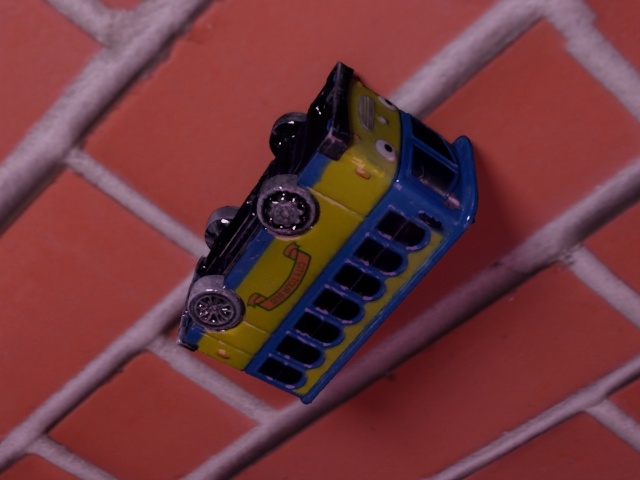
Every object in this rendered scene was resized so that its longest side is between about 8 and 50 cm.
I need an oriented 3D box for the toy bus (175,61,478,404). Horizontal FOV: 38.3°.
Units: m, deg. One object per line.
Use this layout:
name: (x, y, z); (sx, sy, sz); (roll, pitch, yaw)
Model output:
toy bus: (0.000, 0.000, 0.856); (0.175, 0.138, 0.288); (28, 124, -16)
